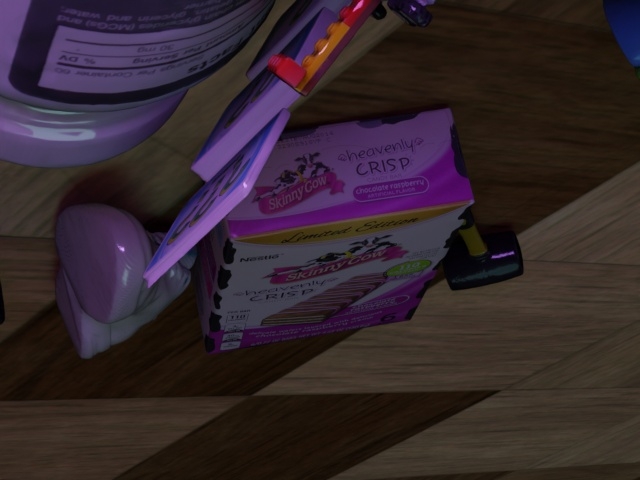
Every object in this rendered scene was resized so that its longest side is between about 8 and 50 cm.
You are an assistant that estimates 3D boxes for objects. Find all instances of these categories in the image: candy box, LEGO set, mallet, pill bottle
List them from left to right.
[{"bbox_3d":[-0.074,-0.141,0.575,0.162,0.162,0.278,-6,160,-21],"label":"pill bottle"},{"bbox_3d":[0.000,0.000,1.138,0.159,0.071,0.233,-9,159,-10],"label":"candy box"},{"bbox_3d":[0.012,-0.107,0.626,0.060,0.182,0.244,38,135,-13],"label":"LEGO set"},{"bbox_3d":[0.099,-0.008,1.245,0.062,0.039,0.189,-17,155,17],"label":"mallet"}]

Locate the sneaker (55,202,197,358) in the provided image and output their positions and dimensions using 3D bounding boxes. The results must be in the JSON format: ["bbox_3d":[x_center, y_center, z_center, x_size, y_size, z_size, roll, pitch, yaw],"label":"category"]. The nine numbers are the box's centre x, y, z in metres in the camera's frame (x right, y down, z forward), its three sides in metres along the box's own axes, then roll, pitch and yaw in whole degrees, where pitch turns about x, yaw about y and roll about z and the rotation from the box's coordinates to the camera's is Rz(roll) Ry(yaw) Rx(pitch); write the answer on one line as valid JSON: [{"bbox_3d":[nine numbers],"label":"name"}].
[{"bbox_3d":[-0.122,0.015,1.121,0.094,0.080,0.212,-20,170,-17],"label":"sneaker"}]

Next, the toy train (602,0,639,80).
[{"bbox_3d":[0.253,-0.153,0.830,0.248,0.105,0.143,-28,119,23],"label":"toy train"}]

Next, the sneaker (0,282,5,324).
[{"bbox_3d":[-0.257,0.021,1.008,0.097,0.084,0.235,-12,160,-1],"label":"sneaker"}]
